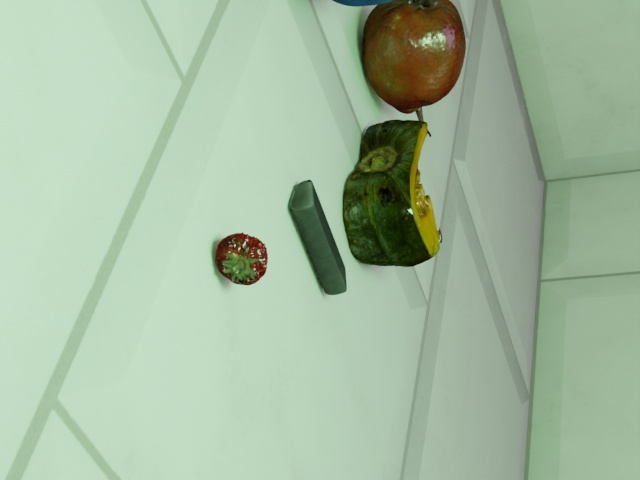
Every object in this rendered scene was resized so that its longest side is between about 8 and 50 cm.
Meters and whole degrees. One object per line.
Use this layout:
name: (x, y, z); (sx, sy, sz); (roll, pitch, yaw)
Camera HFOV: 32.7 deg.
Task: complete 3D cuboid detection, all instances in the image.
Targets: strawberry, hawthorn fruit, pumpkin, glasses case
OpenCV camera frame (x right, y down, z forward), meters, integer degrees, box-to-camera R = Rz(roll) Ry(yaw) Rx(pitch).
strawberry: (-0.103, 0.020, 1.451); (0.083, 0.073, 0.073); (-72, 151, -71)
hawthorn fruit: (0.182, -0.342, 2.123); (0.210, 0.210, 0.262); (-57, 150, -59)
pumpkin: (0.143, -0.076, 2.014); (0.190, 0.139, 0.280); (64, 31, -34)
glasses case: (0.000, -0.001, 1.753); (0.072, 0.042, 0.190); (-81, 155, -51)

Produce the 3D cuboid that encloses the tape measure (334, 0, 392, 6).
tape measure: (0.069, -0.522, 1.794); (0.138, 0.259, 0.262); (43, 50, -59)
